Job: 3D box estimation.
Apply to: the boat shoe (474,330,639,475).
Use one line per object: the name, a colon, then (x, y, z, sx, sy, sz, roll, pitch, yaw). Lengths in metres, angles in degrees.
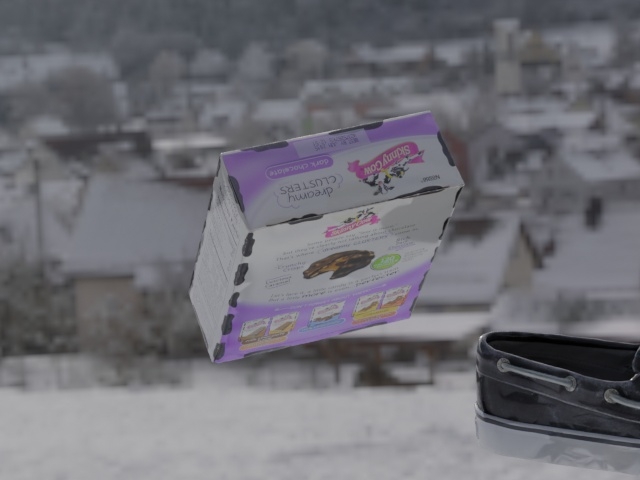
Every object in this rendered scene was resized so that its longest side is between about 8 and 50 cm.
boat shoe: (0.259, 0.112, 1.430, 0.301, 0.102, 0.108, 4, 18, 25)

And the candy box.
candy box: (0.000, 0.000, 1.422, 0.165, 0.070, 0.196, -12, -29, -18)
